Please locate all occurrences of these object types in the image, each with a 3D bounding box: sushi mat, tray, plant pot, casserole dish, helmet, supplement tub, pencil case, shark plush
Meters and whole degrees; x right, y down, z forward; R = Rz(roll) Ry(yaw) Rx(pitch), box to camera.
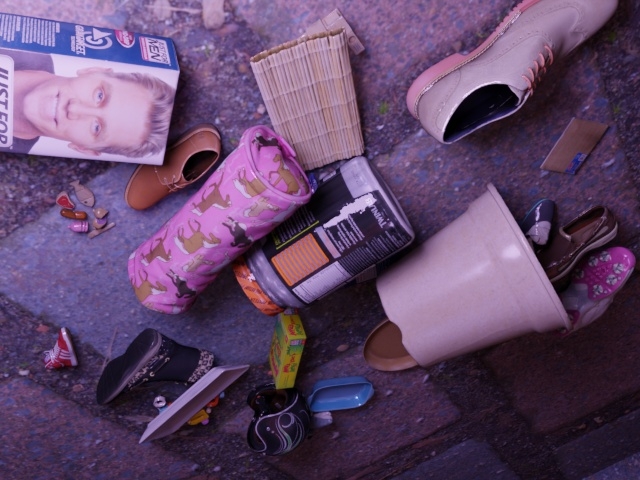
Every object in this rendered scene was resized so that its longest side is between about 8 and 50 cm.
[{"bbox_3d":[-0.010,-0.219,1.147,0.151,0.019,0.316,-19,151,0],"label":"sushi mat"},{"bbox_3d":[-0.291,0.364,1.573,0.270,0.030,0.145,-41,162,12],"label":"tray"},{"bbox_3d":[0.214,0.243,1.725,0.236,0.032,0.236,-10,135,-10],"label":"plant pot"},{"bbox_3d":[0.050,0.401,1.812,0.188,0.037,0.114,-1,133,-18],"label":"casserole dish"},{"bbox_3d":[-0.107,0.453,1.714,0.169,0.169,0.162,-14,119,-8],"label":"helmet"},{"bbox_3d":[0.000,0.000,1.294,0.316,0.194,0.193,-32,135,12],"label":"supplement tub"},{"bbox_3d":[-0.183,-0.024,1.196,0.386,0.160,0.167,-41,148,29],"label":"pencil case"},{"bbox_3d":[0.296,0.100,1.414,0.305,0.334,0.334,-29,136,13],"label":"plant pot"},{"bbox_3d":[-0.036,0.505,1.857,0.161,0.067,0.073,-34,135,13],"label":"shark plush"}]

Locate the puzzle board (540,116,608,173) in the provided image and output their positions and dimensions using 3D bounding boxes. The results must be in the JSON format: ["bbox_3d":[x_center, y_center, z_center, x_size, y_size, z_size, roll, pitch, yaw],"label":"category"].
[{"bbox_3d":[0.528,-0.197,1.434,0.096,0.011,0.128,5,131,-26],"label":"puzzle board"}]

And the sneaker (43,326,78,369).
[{"bbox_3d":[-0.542,0.226,1.415,0.067,0.042,0.118,-10,137,-16],"label":"sneaker"}]

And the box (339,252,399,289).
[{"bbox_3d":[0.057,0.045,1.470,0.225,0.036,0.136,-18,136,-6],"label":"box"}]

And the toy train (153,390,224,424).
[{"bbox_3d":[-0.319,0.392,1.662,0.166,0.046,0.125,-3,122,-15],"label":"toy train"}]

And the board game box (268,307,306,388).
[{"bbox_3d":[-0.078,0.248,1.575,0.043,0.092,0.181,-3,133,-19],"label":"board game box"}]

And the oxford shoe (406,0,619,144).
[{"bbox_3d":[0.346,-0.294,1.172,0.397,0.146,0.140,-35,134,13],"label":"oxford shoe"}]

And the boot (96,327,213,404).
[{"bbox_3d":[-0.368,0.300,1.523,0.178,0.085,0.236,26,119,-40],"label":"boot"}]

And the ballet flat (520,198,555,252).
[{"bbox_3d":[0.478,0.001,1.563,0.074,0.074,0.203,11,127,-29],"label":"ballet flat"}]

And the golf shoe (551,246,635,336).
[{"bbox_3d":[0.701,0.124,1.754,0.140,0.115,0.306,-2,140,-33],"label":"golf shoe"}]

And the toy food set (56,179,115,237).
[{"bbox_3d":[-0.421,-0.047,1.213,0.078,0.019,0.122,-27,136,6],"label":"toy food set"}]

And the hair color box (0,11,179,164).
[{"bbox_3d":[-0.394,-0.220,0.997,0.347,0.105,0.174,2,132,-23],"label":"hair color box"}]

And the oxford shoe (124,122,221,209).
[{"bbox_3d":[-0.256,-0.113,1.175,0.212,0.076,0.076,-37,135,18],"label":"oxford shoe"}]

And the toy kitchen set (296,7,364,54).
[{"bbox_3d":[0.020,-0.306,1.095,0.083,0.068,0.075,-34,135,14],"label":"toy kitchen set"}]

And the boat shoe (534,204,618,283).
[{"bbox_3d":[0.563,0.005,1.591,0.257,0.095,0.095,-38,132,0],"label":"boat shoe"}]
